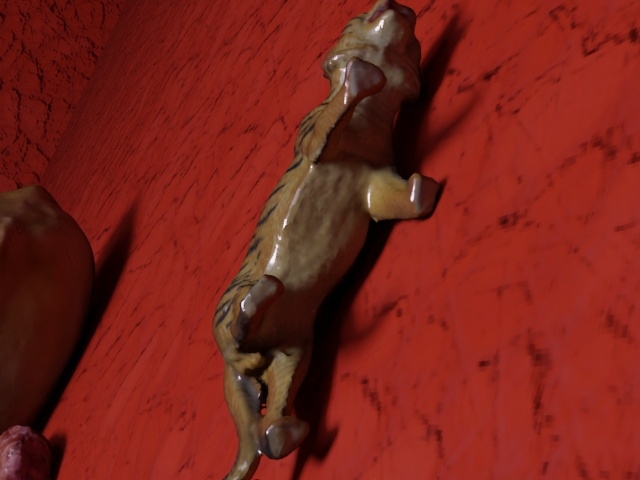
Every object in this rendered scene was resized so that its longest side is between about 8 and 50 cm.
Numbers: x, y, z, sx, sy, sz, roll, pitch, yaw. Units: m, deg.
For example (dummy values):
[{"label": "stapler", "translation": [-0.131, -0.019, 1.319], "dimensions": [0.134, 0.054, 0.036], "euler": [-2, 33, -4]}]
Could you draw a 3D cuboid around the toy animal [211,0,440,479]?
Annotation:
[{"label": "toy animal", "translation": [0.000, 0.000, 0.517], "dimensions": [0.241, 0.056, 0.099], "euler": [-67, 11, -8]}]

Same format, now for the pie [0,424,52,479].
[{"label": "pie", "translation": [-0.265, 0.230, 0.950], "dimensions": [0.182, 0.049, 0.182], "euler": [-55, 20, 31]}]

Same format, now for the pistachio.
[{"label": "pistachio", "translation": [-0.295, 0.080, 1.101], "dimensions": [0.213, 0.163, 0.260], "euler": [-47, -25, -75]}]

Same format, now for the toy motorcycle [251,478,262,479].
[{"label": "toy motorcycle", "translation": [-0.044, 0.216, 0.186], "dimensions": [0.207, 0.134, 0.401], "euler": [-46, 22, 60]}]
